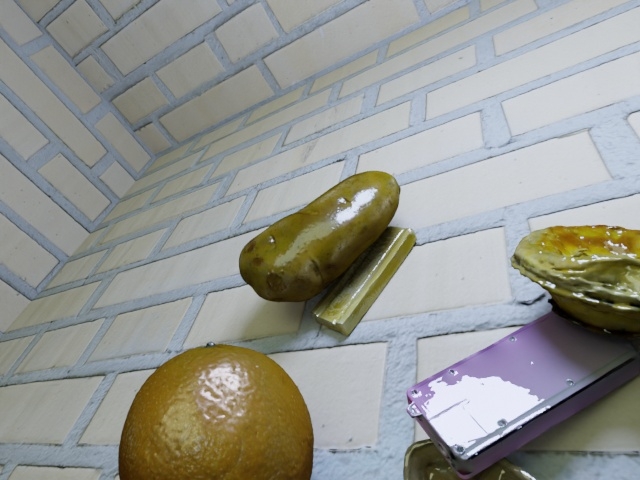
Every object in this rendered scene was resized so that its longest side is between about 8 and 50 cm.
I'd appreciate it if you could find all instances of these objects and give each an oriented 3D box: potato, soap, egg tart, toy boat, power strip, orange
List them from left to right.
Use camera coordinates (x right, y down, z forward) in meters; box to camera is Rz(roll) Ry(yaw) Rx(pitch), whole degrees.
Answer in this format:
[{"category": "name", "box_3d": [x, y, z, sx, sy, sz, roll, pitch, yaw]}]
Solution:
[{"category": "orange", "box_3d": [-0.134, 0.268, 0.561, 0.264, 0.264, 0.264, -24, 34, 18]}, {"category": "potato", "box_3d": [0.010, -0.011, 0.842, 0.369, 0.176, 0.195, -37, -9, -3]}, {"category": "soap", "box_3d": [0.089, 0.068, 0.822, 0.092, 0.037, 0.252, 14, 56, 49]}, {"category": "toy boat", "box_3d": [0.171, 0.288, 0.442, 0.116, 0.061, 0.188, -48, 34, -16]}, {"category": "power strip", "box_3d": [0.238, 0.165, 0.492, 0.279, 0.037, 0.109, -23, 30, -13]}, {"category": "egg tart", "box_3d": [0.358, 0.045, 0.503, 0.241, 0.105, 0.241, -2, 16, 1]}]
